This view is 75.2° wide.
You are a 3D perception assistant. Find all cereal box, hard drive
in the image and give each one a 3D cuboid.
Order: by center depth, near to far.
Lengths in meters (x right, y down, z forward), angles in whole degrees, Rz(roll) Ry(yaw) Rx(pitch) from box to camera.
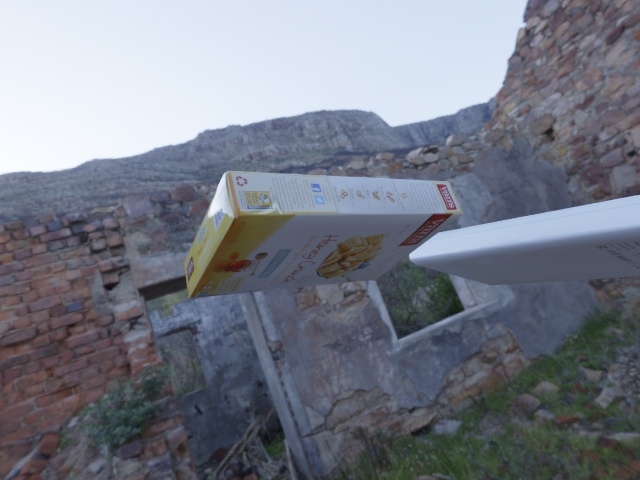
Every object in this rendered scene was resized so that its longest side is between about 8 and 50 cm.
[{"bbox_3d":[0.000,0.000,0.424,0.240,0.047,0.173,-2,-27,-30],"label":"cereal box"},{"bbox_3d":[0.334,0.014,0.563,0.233,0.047,0.353,16,-18,-34],"label":"hard drive"}]
